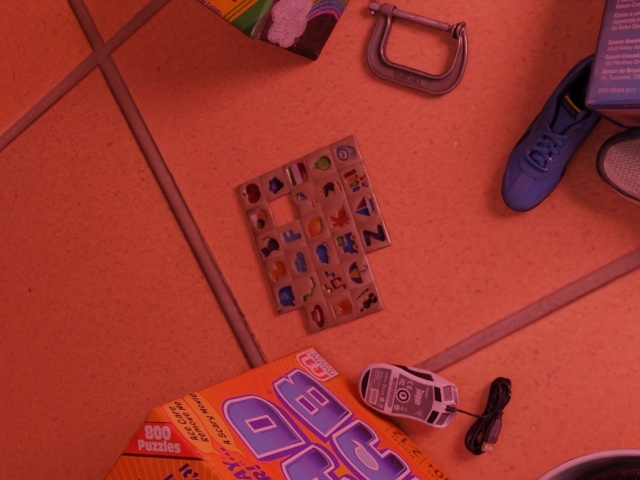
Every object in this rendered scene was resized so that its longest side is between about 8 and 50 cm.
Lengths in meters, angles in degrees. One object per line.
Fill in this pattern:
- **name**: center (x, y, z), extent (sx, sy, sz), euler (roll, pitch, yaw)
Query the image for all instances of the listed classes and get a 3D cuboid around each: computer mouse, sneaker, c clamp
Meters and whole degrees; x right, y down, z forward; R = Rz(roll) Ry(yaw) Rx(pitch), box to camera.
- **computer mouse**: center (0.143, 0.201, 1.050), extent (0.193, 0.042, 0.106), euler (16, 105, 19)
- **sneaker**: center (0.428, -0.069, 0.841), extent (0.283, 0.122, 0.110), euler (14, 100, 26)
- **sneaker**: center (0.271, -0.125, 0.941), extent (0.069, 0.082, 0.209), euler (38, 110, 17)
- **c clamp**: center (0.122, -0.263, 1.039), extent (0.161, 0.022, 0.137), euler (29, 105, 23)

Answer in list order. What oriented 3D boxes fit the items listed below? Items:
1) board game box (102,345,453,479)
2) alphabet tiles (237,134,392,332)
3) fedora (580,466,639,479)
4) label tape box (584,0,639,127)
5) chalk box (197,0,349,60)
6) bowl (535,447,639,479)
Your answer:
- **board game box**: center (-0.063, 0.403, 0.987), extent (0.356, 0.356, 0.356), euler (42, 110, 18)
- **alphabet tiles**: center (0.000, 0.000, 1.125), extent (0.198, 0.009, 0.237), euler (-21, 84, 26)
- **fedora**: center (0.275, 0.372, 0.728), extent (0.152, 0.334, 0.334), euler (42, 114, -18)
- **label tape box**: center (0.419, -0.278, 0.794), extent (0.241, 0.106, 0.333), euler (12, 89, 47)
- **chalk box**: center (-0.036, -0.406, 1.023), extent (0.179, 0.180, 0.289), euler (37, 107, 20)
- **bowl**: center (0.363, 0.356, 0.880), extent (0.312, 0.163, 0.311), euler (2, 94, 27)
